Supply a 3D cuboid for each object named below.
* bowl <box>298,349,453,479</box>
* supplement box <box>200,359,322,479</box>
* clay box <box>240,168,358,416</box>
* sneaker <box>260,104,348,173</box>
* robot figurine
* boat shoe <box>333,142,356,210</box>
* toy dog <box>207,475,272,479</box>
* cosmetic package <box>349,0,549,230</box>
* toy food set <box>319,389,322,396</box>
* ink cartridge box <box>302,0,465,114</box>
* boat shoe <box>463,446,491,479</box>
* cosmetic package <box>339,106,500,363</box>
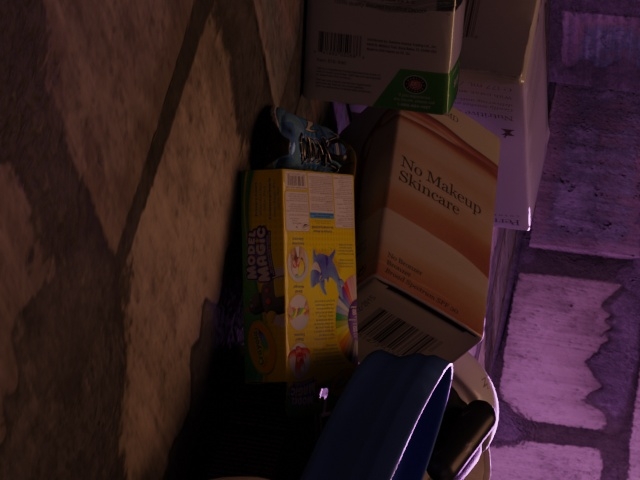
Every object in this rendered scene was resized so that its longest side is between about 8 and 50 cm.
[{"bbox_3d":[0.018,0.280,1.591,0.391,0.077,0.391,20,90,-81],"label":"bowl"},{"bbox_3d":[-0.061,0.230,1.644,0.239,0.073,0.130,-71,164,-45],"label":"supplement box"},{"bbox_3d":[-0.018,0.047,1.603,0.127,0.053,0.222,2,87,-58],"label":"clay box"},{"bbox_3d":[-0.011,-0.093,1.659,0.162,0.073,0.063,-18,115,-77],"label":"sneaker"},{"bbox_3d":[0.073,0.219,1.894,0.278,0.209,0.173,-43,153,-33],"label":"robot figurine"},{"bbox_3d":[-0.001,-0.001,1.760,0.073,0.080,0.223,76,20,-49],"label":"boat shoe"},{"bbox_3d":[0.013,0.354,1.250,0.395,0.408,0.284,-60,156,-61],"label":"toy dog"},{"bbox_3d":[0.157,-0.168,2.085,0.385,0.217,0.156,71,29,-62],"label":"cosmetic package"},{"bbox_3d":[-0.012,0.163,1.981,0.078,0.019,0.122,-59,162,-62],"label":"toy food set"},{"bbox_3d":[0.068,-0.243,1.741,0.087,0.153,0.208,-61,157,-62],"label":"ink cartridge box"},{"bbox_3d":[0.131,0.324,2.002,0.097,0.117,0.324,-47,-159,30],"label":"boat shoe"},{"bbox_3d":[0.093,-0.010,1.869,0.129,0.153,0.296,-42,-151,40],"label":"cosmetic package"}]
